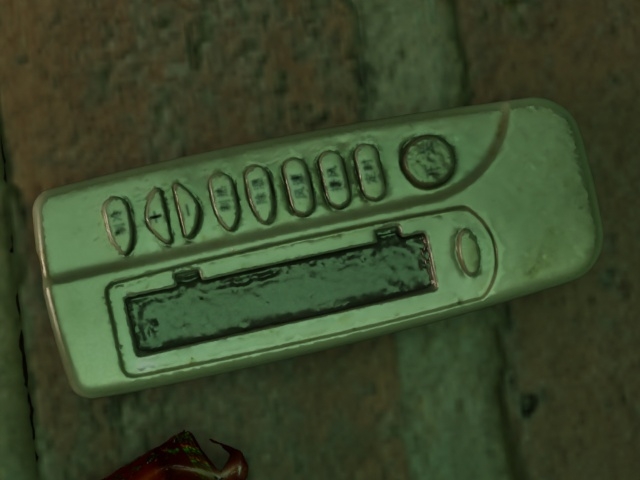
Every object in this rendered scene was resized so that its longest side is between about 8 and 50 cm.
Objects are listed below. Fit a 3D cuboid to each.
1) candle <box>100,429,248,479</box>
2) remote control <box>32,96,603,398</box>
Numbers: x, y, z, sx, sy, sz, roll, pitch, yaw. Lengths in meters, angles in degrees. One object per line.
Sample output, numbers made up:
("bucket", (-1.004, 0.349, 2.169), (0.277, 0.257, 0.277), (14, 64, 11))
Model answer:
("candle", (-0.086, 0.123, 0.635), (0.131, 0.052, 0.052), (-32, 90, -7))
("remote control", (0.000, 0.000, 0.650), (0.230, 0.049, 0.090), (-12, 89, -7))
